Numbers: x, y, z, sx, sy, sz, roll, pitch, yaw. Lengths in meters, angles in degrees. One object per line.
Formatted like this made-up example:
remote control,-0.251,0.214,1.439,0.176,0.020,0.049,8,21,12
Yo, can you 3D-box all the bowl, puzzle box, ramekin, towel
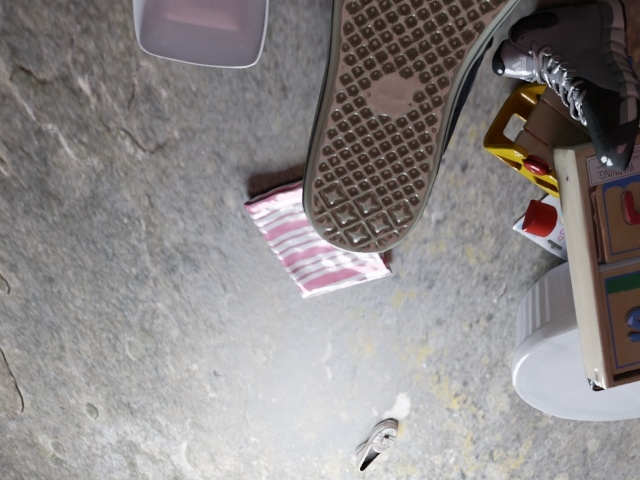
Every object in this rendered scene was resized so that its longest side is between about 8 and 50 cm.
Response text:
bowl,-0.123,-0.262,0.751,0.142,0.053,0.142,8,130,-2
puzzle box,0.471,-0.012,0.781,0.409,0.052,0.272,-14,102,-6
ramekin,0.396,0.130,0.975,0.273,0.127,0.273,3,139,2
towel,0.000,0.000,0.975,0.144,0.029,0.197,-17,127,18

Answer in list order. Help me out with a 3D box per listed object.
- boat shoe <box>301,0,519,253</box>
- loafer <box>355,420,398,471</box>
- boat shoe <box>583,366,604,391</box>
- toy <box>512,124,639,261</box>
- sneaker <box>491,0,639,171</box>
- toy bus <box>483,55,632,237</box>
boat shoe,0.097,-0.226,0.710,0.186,0.156,0.500,15,117,-3
loafer,0.102,0.370,1.266,0.045,0.039,0.125,23,127,-14
boat shoe,0.379,0.147,0.868,0.046,0.038,0.125,31,132,-27
toy,0.379,-0.046,0.897,0.137,0.056,0.237,29,125,-18
sneaker,0.240,-0.157,0.714,0.132,0.229,0.086,3,140,11
toy bus,0.291,-0.098,0.827,0.191,0.104,0.202,-14,102,-13
